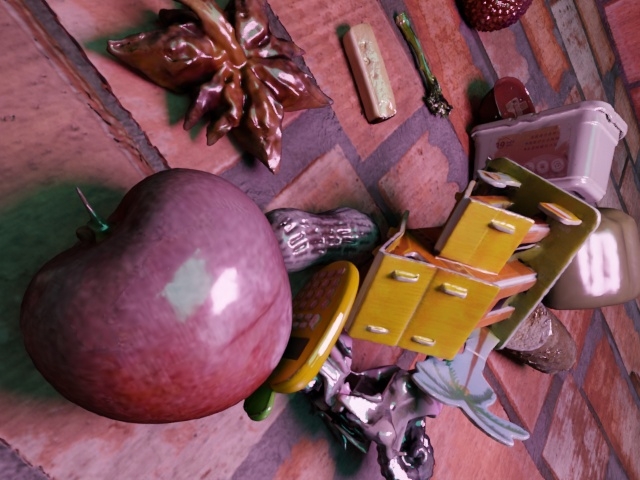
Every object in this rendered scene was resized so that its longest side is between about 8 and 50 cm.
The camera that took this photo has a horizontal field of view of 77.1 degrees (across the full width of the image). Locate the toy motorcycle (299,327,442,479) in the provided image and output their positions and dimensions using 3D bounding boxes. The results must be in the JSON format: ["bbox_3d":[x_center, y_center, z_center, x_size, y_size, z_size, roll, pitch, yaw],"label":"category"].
[{"bbox_3d":[0.076,0.227,0.637,0.327,0.143,0.188,45,56,-5],"label":"toy motorcycle"}]

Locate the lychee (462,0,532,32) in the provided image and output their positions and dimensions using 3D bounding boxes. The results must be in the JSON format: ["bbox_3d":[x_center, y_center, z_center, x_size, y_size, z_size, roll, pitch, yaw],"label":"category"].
[{"bbox_3d":[0.470,-0.650,1.075,0.188,0.188,0.188,7,78,-38],"label":"lychee"}]

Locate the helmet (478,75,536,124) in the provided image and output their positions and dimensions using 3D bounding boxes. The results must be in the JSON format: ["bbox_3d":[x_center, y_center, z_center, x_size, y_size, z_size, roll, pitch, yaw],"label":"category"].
[{"bbox_3d":[0.474,-0.337,1.062,0.175,0.106,0.155,-15,86,-36],"label":"helmet"}]

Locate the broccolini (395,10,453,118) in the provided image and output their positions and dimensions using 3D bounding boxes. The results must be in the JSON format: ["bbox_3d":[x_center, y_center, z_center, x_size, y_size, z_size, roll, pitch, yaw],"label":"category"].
[{"bbox_3d":[0.234,-0.400,0.938,0.058,0.071,0.254,-31,98,5],"label":"broccolini"}]

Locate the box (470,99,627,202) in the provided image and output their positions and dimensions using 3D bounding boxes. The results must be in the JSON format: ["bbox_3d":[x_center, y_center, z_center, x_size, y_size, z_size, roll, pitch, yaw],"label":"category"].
[{"bbox_3d":[0.515,-0.183,0.951,0.175,0.312,0.182,19,79,-35],"label":"box"}]

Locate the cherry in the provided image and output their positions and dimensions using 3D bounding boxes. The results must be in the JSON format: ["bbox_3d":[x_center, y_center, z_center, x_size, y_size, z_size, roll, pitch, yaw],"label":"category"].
[{"bbox_3d":[-0.149,0.068,0.434,0.261,0.221,0.307,-52,133,-25],"label":"cherry"}]

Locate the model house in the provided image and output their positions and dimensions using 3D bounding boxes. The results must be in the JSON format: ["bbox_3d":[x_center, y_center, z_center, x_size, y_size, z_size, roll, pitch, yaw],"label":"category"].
[{"bbox_3d":[0.226,0.073,0.588,0.324,0.340,0.300,-5,129,-35],"label":"model house"}]

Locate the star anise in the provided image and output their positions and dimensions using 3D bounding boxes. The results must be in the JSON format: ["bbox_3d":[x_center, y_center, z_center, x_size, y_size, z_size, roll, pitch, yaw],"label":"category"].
[{"bbox_3d":[-0.129,-0.260,0.571,0.292,0.109,0.349,-41,107,-41],"label":"star anise"}]

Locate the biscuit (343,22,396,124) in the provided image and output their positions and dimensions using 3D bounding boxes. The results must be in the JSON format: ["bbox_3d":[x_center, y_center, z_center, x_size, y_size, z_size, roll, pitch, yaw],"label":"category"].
[{"bbox_3d":[0.096,-0.328,0.797,0.056,0.052,0.187,-21,95,-23],"label":"biscuit"}]

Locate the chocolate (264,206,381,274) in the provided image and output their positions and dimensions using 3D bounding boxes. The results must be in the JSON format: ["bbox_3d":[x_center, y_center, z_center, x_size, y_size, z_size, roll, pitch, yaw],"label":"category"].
[{"bbox_3d":[0.000,0.000,0.629,0.248,0.110,0.110,-4,85,-35],"label":"chocolate"}]

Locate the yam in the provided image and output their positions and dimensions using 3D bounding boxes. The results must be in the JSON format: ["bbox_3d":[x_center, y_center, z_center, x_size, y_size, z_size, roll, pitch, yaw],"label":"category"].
[{"bbox_3d":[0.519,0.234,0.975,0.254,0.154,0.153,37,61,-31],"label":"yam"}]

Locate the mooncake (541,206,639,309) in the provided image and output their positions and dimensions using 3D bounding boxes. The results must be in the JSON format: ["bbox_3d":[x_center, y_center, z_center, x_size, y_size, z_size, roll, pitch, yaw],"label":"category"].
[{"bbox_3d":[0.449,0.029,0.828,0.351,0.351,0.187,-4,87,-39],"label":"mooncake"}]

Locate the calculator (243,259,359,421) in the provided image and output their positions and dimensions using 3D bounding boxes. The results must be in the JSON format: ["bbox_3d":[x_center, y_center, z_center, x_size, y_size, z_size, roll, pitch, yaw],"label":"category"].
[{"bbox_3d":[-0.024,0.120,0.520,0.032,0.146,0.234,41,62,-18],"label":"calculator"}]
